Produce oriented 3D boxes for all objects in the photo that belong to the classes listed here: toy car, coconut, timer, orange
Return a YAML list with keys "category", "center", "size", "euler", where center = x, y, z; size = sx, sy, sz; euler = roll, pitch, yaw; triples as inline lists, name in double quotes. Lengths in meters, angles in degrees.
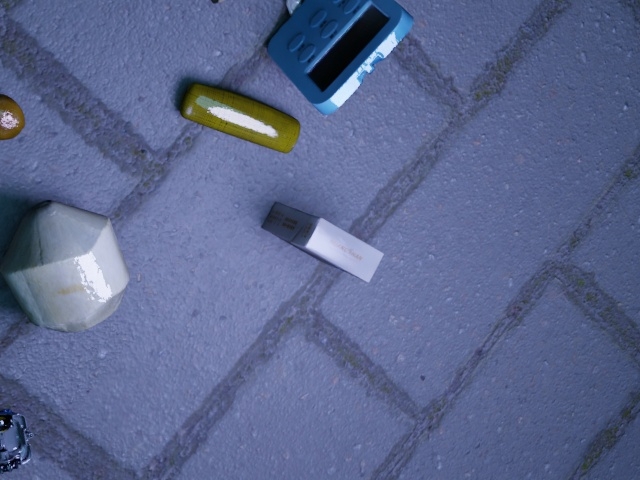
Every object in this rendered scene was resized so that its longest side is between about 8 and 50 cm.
- category: "toy car"
  center: [-0.607, 0.365, 1.833]
  size: [0.191, 0.100, 0.097]
  euler: [-16, 105, -39]
- category: "coconut"
  center: [-0.439, 0.037, 1.787]
  size: [0.202, 0.202, 0.222]
  euler: [-28, 110, -16]
- category: "timer"
  center: [0.033, -0.360, 1.857]
  size: [0.232, 0.250, 0.091]
  euler: [-46, 123, 8]
- category: "orange"
  center: [-0.543, -0.208, 1.766]
  size: [0.085, 0.085, 0.085]
  euler: [-4, 100, -22]

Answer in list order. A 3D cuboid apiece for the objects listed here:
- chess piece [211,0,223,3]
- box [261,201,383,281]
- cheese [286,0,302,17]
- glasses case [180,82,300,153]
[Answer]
- category: "chess piece"
  center: [-0.065, -0.532, 1.895]
  size: [0.307, 0.124, 0.139]
  euler: [-16, 74, -23]
- category: "box"
  center: [0.001, 0.000, 1.937]
  size: [0.149, 0.233, 0.067]
  euler: [27, 88, -24]
- category: "cheese"
  center: [0.051, -0.484, 1.978]
  size: [0.255, 0.050, 0.127]
  euler: [-28, 111, -14]
- category: "glasses case"
  center: [-0.145, -0.229, 1.933]
  size: [0.234, 0.064, 0.079]
  euler: [17, 99, -25]
